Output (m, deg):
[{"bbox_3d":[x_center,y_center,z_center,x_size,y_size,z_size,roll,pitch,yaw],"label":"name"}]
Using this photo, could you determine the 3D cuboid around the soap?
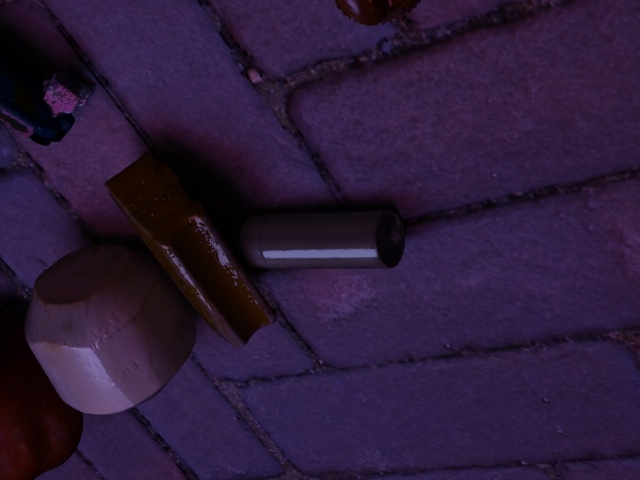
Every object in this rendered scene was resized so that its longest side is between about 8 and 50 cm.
[{"bbox_3d":[-0.170,0.005,1.673,0.257,0.080,0.160,56,167,-28],"label":"soap"}]

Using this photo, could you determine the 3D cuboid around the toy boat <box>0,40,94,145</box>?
[{"bbox_3d":[-0.425,-0.238,1.619,0.299,0.134,0.092,36,103,-4],"label":"toy boat"}]

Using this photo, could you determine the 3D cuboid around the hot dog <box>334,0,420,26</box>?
[{"bbox_3d":[0.047,-0.294,1.267,0.059,0.108,0.191,47,161,50],"label":"hot dog"}]

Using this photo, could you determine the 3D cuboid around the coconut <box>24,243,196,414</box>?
[{"bbox_3d":[-0.287,0.128,1.822,0.241,0.241,0.241,17,139,16],"label":"coconut"}]

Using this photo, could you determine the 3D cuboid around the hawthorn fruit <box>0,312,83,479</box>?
[{"bbox_3d":[-0.528,0.234,2.033,0.287,0.287,0.330,-3,118,34],"label":"hawthorn fruit"}]

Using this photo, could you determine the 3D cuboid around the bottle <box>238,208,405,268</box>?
[{"bbox_3d":[0.000,0.000,1.616,0.201,0.072,0.072,-1,131,33],"label":"bottle"}]
